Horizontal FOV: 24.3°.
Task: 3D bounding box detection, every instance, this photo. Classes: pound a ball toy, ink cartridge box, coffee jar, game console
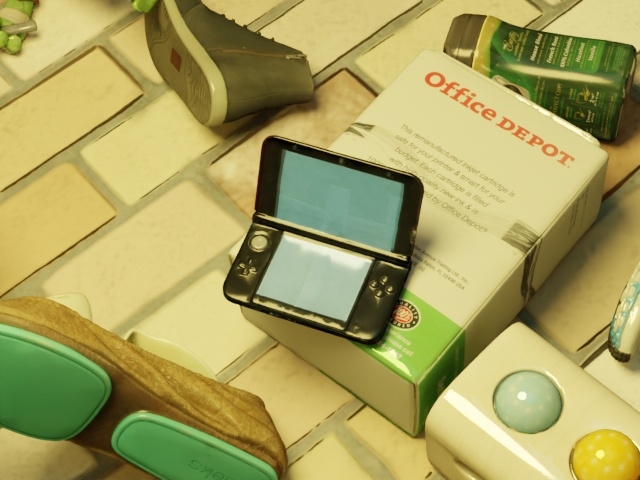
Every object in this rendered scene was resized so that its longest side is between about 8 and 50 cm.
[{"bbox_3d":[0.216,0.235,1.173,0.319,0.136,0.208,39,68,24],"label":"pound a ball toy"},{"bbox_3d":[0.092,-0.005,1.337,0.211,0.121,0.289,34,67,22],"label":"ink cartridge box"},{"bbox_3d":[0.209,-0.160,1.443,0.184,0.096,0.079,14,57,11],"label":"coffee jar"},{"bbox_3d":[0.000,0.000,1.219,0.144,0.085,0.124,17,62,15],"label":"game console"}]

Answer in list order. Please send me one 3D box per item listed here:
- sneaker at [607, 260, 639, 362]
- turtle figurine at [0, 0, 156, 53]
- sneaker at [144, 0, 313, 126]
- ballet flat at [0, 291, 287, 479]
[{"bbox_3d":[0.322,0.037,1.331,0.083,0.071,0.190,28,64,13],"label":"sneaker"},{"bbox_3d":[-0.309,-0.282,1.478,0.266,0.275,0.198,6,98,31],"label":"turtle figurine"},{"bbox_3d":[-0.098,-0.195,1.507,0.118,0.083,0.222,-8,46,-26],"label":"sneaker"},{"bbox_3d":[-0.173,0.111,1.219,0.342,0.116,0.124,26,33,-25],"label":"ballet flat"}]
